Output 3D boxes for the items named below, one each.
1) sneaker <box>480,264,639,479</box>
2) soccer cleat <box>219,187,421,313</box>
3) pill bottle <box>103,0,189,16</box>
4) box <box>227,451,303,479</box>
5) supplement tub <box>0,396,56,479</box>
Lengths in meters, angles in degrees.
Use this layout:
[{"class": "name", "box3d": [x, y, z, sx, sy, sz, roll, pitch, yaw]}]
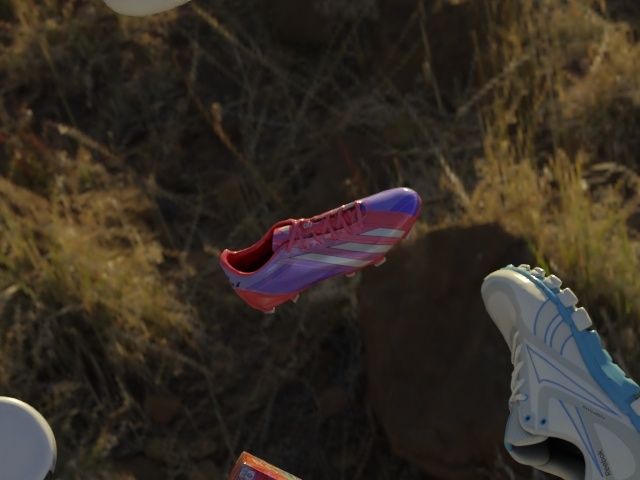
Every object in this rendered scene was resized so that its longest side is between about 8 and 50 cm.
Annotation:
[{"class": "sneaker", "box3d": [0.139, 0.091, 0.831, 0.083, 0.071, 0.191, -23, 49, -13]}, {"class": "soccer cleat", "box3d": [0.000, 0.000, 1.589, 0.248, 0.095, 0.083, -29, 38, 18]}, {"class": "pill bottle", "box3d": [-0.081, -0.178, 0.445, 0.112, 0.187, 0.112, -29, 30, 19]}, {"class": "box", "box3d": [-0.113, 0.452, 1.974, 0.128, 0.122, 0.257, 27, 88, -3]}, {"class": "supplement tub", "box3d": [-0.335, 0.243, 1.388, 0.117, 0.190, 0.117, 8, 61, -14]}]
